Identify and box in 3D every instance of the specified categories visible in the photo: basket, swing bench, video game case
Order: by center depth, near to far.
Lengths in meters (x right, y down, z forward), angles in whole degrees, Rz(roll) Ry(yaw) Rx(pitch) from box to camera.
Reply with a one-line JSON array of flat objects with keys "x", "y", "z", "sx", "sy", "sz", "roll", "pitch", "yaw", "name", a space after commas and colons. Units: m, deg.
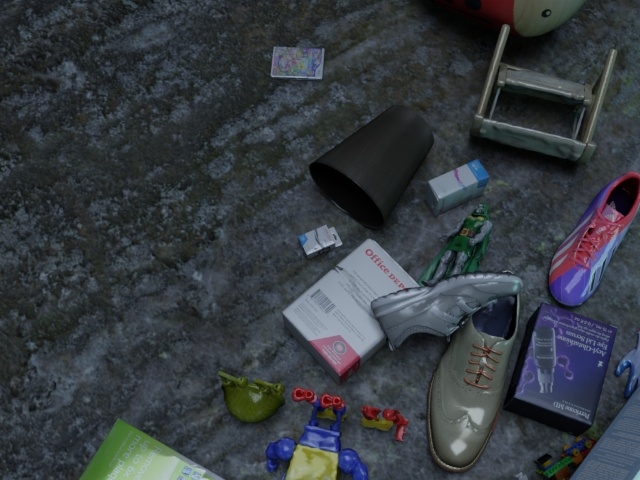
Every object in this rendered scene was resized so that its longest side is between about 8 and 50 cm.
[{"x": 0.126, "y": -0.169, "z": 1.681, "sx": 0.204, "sy": 0.154, "sz": 0.227, "roll": 38, "pitch": 69, "yaw": 15, "name": "basket"}, {"x": 0.477, "y": -0.299, "z": 1.721, "sx": 0.253, "sy": 0.165, "sz": 0.255, "roll": 17, "pitch": 73, "yaw": 8, "name": "swing bench"}, {"x": -0.054, "y": -0.419, "z": 1.866, "sx": 0.122, "sy": 0.011, "sz": 0.087, "roll": 3, "pitch": 66, "yaw": 3, "name": "video game case"}]

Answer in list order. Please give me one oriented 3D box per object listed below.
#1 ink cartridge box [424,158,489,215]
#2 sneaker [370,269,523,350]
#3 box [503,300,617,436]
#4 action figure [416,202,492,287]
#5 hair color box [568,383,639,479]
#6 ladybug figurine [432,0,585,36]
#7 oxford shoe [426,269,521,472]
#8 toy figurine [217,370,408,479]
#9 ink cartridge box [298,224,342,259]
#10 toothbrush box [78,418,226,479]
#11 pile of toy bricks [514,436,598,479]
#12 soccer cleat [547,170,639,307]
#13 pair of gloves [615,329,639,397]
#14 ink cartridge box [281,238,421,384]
[{"x": 0.288, "y": -0.111, "z": 1.679, "sx": 0.122, "sy": 0.088, "sz": 0.052, "roll": -25, "pitch": 68, "yaw": -9, "name": "ink cartridge box"}, {"x": 0.241, "y": 0.127, "z": 1.471, "sx": 0.281, "sy": 0.105, "sz": 0.115, "roll": -16, "pitch": 88, "yaw": 12, "name": "sneaker"}, {"x": 0.457, "y": 0.246, "z": 1.508, "sx": 0.153, "sy": 0.108, "sz": 0.207, "roll": 18, "pitch": 68, "yaw": 9, "name": "box"}, {"x": 0.292, "y": 0.013, "z": 1.632, "sx": 0.137, "sy": 0.063, "sz": 0.232, "roll": 10, "pitch": 55, "yaw": 40, "name": "action figure"}, {"x": 0.570, "y": 0.407, "z": 1.363, "sx": 0.374, "sy": 0.113, "sz": 0.185, "roll": -43, "pitch": 109, "yaw": -22, "name": "hair color box"}, {"x": 0.378, "y": -0.587, "z": 1.794, "sx": 0.449, "sy": 0.305, "sz": 0.162, "roll": 33, "pitch": 102, "yaw": 33, "name": "ladybug figurine"}, {"x": 0.291, "y": 0.235, "z": 1.495, "sx": 0.140, "sy": 0.146, "sz": 0.397, "roll": 14, "pitch": 67, "yaw": 8, "name": "oxford shoe"}, {"x": -0.037, "y": 0.387, "z": 1.425, "sx": 0.362, "sy": 0.191, "sz": 0.217, "roll": 10, "pitch": 72, "yaw": 7, "name": "toy figurine"}, {"x": 0.000, "y": 0.000, "z": 1.671, "sx": 0.083, "sy": 0.028, "sz": 0.048, "roll": -23, "pitch": 68, "yaw": -9, "name": "ink cartridge box"}, {"x": -0.292, "y": 0.485, "z": 1.418, "sx": 0.283, "sy": 0.122, "sz": 0.206, "roll": 27, "pitch": 70, "yaw": 11, "name": "toothbrush box"}, {"x": 0.448, "y": 0.453, "z": 1.432, "sx": 0.212, "sy": 0.118, "sz": 0.105, "roll": -25, "pitch": 101, "yaw": -19, "name": "pile of toy bricks"}, {"x": 0.564, "y": -0.007, "z": 1.610, "sx": 0.108, "sy": 0.116, "sz": 0.318, "roll": 32, "pitch": 71, "yaw": 14, "name": "soccer cleat"}, {"x": 0.681, "y": 0.259, "z": 1.543, "sx": 0.198, "sy": 0.023, "sz": 0.159, "roll": 16, "pitch": 67, "yaw": 7, "name": "pair of gloves"}, {"x": 0.068, "y": 0.140, "z": 1.569, "sx": 0.237, "sy": 0.100, "sz": 0.172, "roll": -40, "pitch": 72, "yaw": -14, "name": "ink cartridge box"}]
